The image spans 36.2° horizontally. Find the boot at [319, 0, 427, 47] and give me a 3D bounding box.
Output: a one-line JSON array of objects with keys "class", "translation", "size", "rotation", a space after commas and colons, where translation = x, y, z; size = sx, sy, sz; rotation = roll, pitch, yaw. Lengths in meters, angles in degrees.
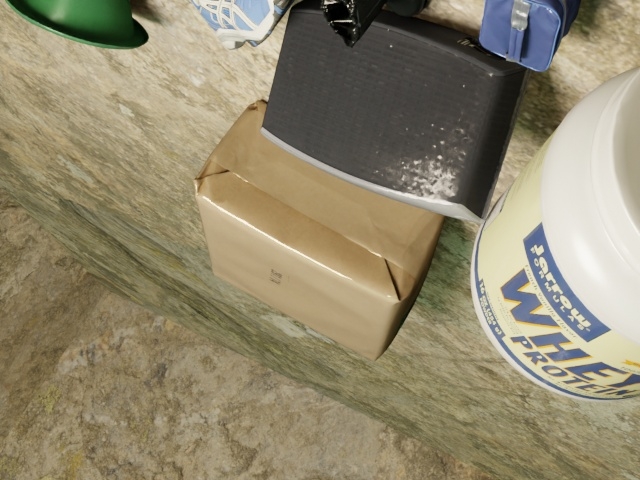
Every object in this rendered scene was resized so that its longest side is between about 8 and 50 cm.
[{"class": "boot", "translation": [0.047, -0.208, 0.840], "size": [0.045, 0.099, 0.121], "rotation": [25, 161, 24]}]

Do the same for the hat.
[{"class": "hat", "translation": [-0.263, -0.339, 1.123], "size": [0.173, 0.183, 0.208], "rotation": [33, -155, 16]}]

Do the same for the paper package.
[{"class": "paper package", "translation": [0.000, 0.000, 1.363], "size": [0.309, 0.168, 0.325], "rotation": [29, 161, 8]}]

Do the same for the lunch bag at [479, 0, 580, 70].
[{"class": "lunch bag", "translation": [0.165, -0.181, 0.778], "size": [0.067, 0.065, 0.098], "rotation": [26, 161, 16]}]

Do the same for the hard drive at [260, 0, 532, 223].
[{"class": "hard drive", "translation": [0.058, -0.129, 0.927], "size": [0.255, 0.172, 0.054], "rotation": [24, -163, 30]}]

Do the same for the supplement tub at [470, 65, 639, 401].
[{"class": "supplement tub", "translation": [0.271, -0.002, 0.802], "size": [0.235, 0.235, 0.325], "rotation": [30, 162, 4]}]

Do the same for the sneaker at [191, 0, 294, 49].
[{"class": "sneaker", "translation": [-0.080, -0.244, 0.974], "size": [0.081, 0.080, 0.211], "rotation": [40, 164, -20]}]
